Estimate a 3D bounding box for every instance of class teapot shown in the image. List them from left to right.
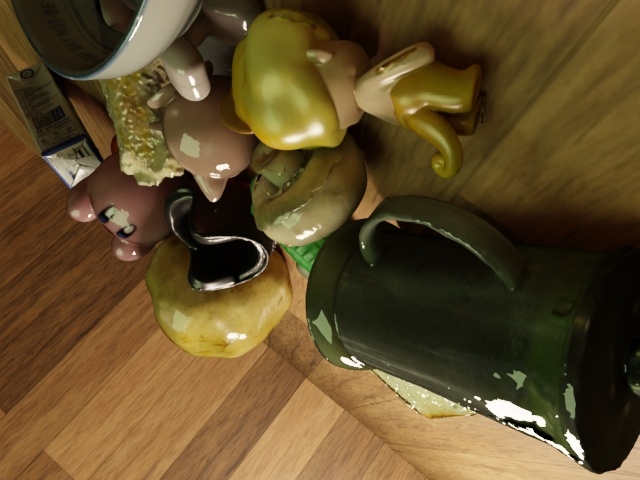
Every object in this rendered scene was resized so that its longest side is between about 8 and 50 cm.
[{"bbox_3d":[0.147,0.063,0.459,0.337,0.200,0.270,8,139,51],"label":"teapot"}]

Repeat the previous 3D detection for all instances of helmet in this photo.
[{"bbox_3d":[-0.182,-0.022,0.837,0.216,0.193,0.189,29,141,7],"label":"helmet"}]

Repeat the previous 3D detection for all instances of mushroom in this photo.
[{"bbox_3d":[-0.021,-0.071,0.525,0.122,0.154,0.154,39,162,-31],"label":"mushroom"}]

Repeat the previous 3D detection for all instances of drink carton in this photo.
[{"bbox_3d":[-0.642,-0.286,1.112,0.315,0.106,0.131,52,163,26],"label":"drink carton"}]

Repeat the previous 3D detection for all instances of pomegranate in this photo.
[{"bbox_3d":[-0.230,0.100,1.046,0.332,0.332,0.332,34,158,16],"label":"pomegranate"}]

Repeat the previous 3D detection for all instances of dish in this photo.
[{"bbox_3d":[-0.152,-0.272,0.383,0.273,0.133,0.273,9,104,37],"label":"dish"}]

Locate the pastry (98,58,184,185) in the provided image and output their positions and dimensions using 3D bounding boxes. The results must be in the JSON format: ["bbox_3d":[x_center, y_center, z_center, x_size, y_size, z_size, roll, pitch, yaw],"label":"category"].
[{"bbox_3d":[-0.228,-0.201,0.577,0.121,0.089,0.259,0,114,33],"label":"pastry"}]

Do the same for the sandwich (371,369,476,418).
[{"bbox_3d":[0.149,0.193,0.836,0.301,0.099,0.271,42,154,6],"label":"sandwich"}]

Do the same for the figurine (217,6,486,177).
[{"bbox_3d":[0.016,-0.134,0.410,0.246,0.131,0.156,15,164,28],"label":"figurine"}]

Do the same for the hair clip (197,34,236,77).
[{"bbox_3d":[-0.186,-0.222,0.634,0.358,0.110,0.095,18,-170,37],"label":"hair clip"}]

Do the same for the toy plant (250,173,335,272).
[{"bbox_3d":[-0.003,-0.010,0.658,0.240,0.088,0.155,38,-156,-17],"label":"toy plant"}]

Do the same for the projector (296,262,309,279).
[{"bbox_3d":[0.012,0.027,0.758,0.083,0.083,0.082,39,159,7],"label":"projector"}]

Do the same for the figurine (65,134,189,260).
[{"bbox_3d":[-0.393,-0.113,1.029,0.211,0.261,0.270,-22,118,36],"label":"figurine"}]

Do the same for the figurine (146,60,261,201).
[{"bbox_3d":[-0.124,-0.130,0.534,0.125,0.125,0.138,10,140,53],"label":"figurine"}]

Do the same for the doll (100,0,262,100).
[{"bbox_3d":[-0.161,-0.216,0.473,0.160,0.161,0.059,31,159,17],"label":"doll"}]
